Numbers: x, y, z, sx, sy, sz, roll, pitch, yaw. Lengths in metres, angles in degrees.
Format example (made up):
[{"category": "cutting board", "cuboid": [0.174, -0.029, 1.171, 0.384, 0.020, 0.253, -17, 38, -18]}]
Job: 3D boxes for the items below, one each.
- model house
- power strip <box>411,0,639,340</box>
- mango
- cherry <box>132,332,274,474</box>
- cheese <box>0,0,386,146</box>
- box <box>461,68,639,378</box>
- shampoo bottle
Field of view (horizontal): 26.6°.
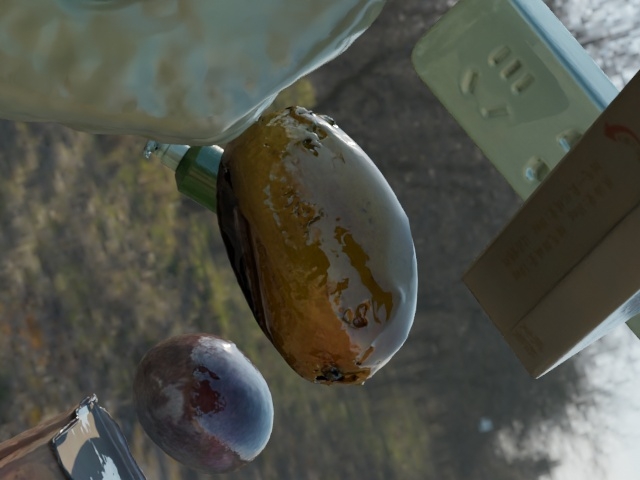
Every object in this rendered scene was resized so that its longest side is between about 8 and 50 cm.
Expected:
[{"category": "model house", "cuboid": [-0.304, 0.307, 1.368, 0.237, 0.237, 0.202, -87, 151, -83]}, {"category": "power strip", "cuboid": [0.213, -0.011, 0.921, 0.385, 0.091, 0.062, 51, 29, 4]}, {"category": "mango", "cuboid": [0.000, 0.000, 1.143, 0.156, 0.151, 0.249, 51, 17, -69]}, {"category": "cherry", "cuboid": [-0.129, 0.174, 1.491, 0.176, 0.140, 0.176, 41, -21, 19]}, {"category": "cheese", "cuboid": [-0.102, -0.201, 0.610, 0.326, 0.318, 0.115, 55, -3, -8]}, {"category": "box", "cuboid": [0.154, -0.034, 0.526, 0.058, 0.141, 0.201, 55, -31, 13]}, {"category": "shampoo bottle", "cuboid": [-0.086, -0.049, 1.365, 0.204, 0.065, 0.065, 32, 5, -2]}]
